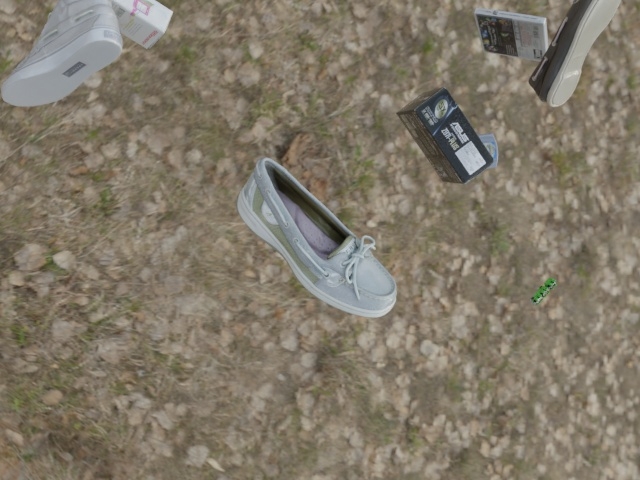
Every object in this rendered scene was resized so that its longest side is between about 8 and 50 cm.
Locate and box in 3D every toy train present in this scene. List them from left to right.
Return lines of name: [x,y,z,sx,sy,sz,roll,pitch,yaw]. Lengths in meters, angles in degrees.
toy train: [0.482,0.110,1.700,0.083,0.023,0.017,-40,121,-27]

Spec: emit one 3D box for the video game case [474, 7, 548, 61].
video game case: [0.478,-0.510,1.954,0.022,0.173,0.190,-70,157,-10]

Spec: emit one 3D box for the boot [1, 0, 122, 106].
boot: [-0.452,-0.335,1.362,0.095,0.258,0.124,28,44,-60]

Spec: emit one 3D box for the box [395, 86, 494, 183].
box: [0.248,-0.208,1.573,0.077,0.147,0.180,-37,99,-4]

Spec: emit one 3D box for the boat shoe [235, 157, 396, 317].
boat shoe: [0.000,-0.002,1.281,0.320,0.103,0.118,43,46,9]

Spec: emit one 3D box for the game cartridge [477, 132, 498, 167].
game cartridge: [0.395,-0.213,1.872,0.055,0.017,0.083,-8,98,11]

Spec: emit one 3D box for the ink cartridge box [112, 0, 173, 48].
ink cartridge box: [-0.347,-0.418,1.447,0.122,0.088,0.052,30,66,-26]

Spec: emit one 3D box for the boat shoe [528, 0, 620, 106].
boat shoe: [0.550,-0.453,1.719,0.112,0.335,0.095,-17,51,-34]
